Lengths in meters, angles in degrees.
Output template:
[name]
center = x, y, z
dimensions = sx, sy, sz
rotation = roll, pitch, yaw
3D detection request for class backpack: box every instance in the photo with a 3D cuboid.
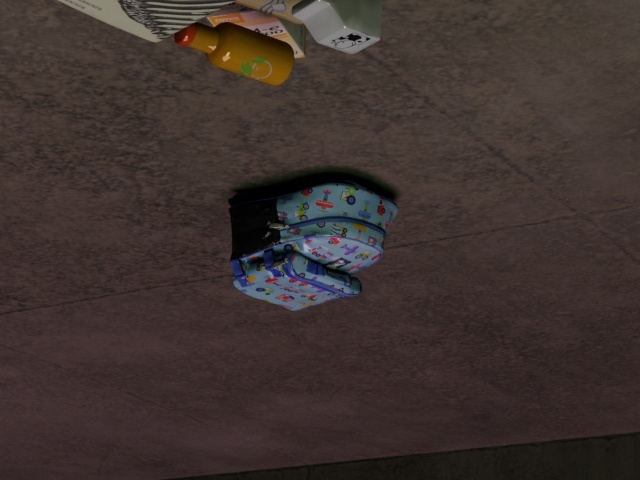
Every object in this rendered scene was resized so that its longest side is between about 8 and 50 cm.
[backpack]
center = 0.000, 0.000, 1.994
dimensions = 0.173, 0.116, 0.158
rotation = -15, 155, 33

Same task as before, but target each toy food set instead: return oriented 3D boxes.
[toy food set]
center = -0.016, -0.213, 1.409
dimensions = 0.105, 0.111, 0.232
rotation = 15, 159, -32

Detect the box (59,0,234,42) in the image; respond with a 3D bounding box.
[box]
center = -0.070, -0.236, 1.207
dimensions = 0.113, 0.094, 0.275
rotation = 20, 153, -36

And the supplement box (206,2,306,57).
[supplement box]
center = -0.056, -0.197, 1.570
dimensions = 0.062, 0.036, 0.098
rotation = -5, 158, 18
